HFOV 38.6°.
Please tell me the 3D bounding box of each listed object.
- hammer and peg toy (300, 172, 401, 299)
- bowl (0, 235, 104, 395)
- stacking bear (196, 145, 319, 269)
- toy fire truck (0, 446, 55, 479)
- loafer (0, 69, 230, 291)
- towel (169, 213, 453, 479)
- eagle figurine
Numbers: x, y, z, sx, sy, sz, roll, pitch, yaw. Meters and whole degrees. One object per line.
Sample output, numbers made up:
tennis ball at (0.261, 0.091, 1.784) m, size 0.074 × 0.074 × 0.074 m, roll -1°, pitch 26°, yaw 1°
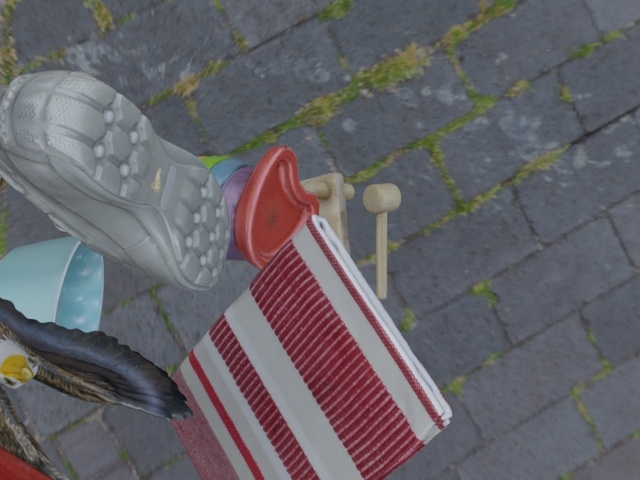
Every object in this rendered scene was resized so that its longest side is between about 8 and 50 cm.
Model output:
hammer and peg toy at (0.000, 0.000, 1.899) m, size 0.127 × 0.361 × 0.266 m, roll 0°, pitch 83°, yaw -44°
bowl at (-0.534, 0.129, 1.738) m, size 0.163 × 0.311 × 0.312 m, roll 8°, pitch 94°, yaw 1°
stacking bear at (-0.176, -0.062, 1.381) m, size 0.164 × 0.289 × 0.175 m, roll -60°, pitch 147°, yaw -24°
toy fire truck at (-0.219, 0.283, 0.649) m, size 0.302 × 0.169 × 0.254 m, roll 37°, pitch 109°, yaw -13°
loafer at (-0.168, -0.041, 0.768) m, size 0.111 × 0.319 × 0.112 m, roll 7°, pitch 67°, yaw 21°
towel at (-0.032, 0.163, 0.922) m, size 0.329 × 0.037 × 0.237 m, roll -48°, pitch 66°, yaw 34°
eagle figurine at (-0.287, 0.121, 0.824) m, size 0.226 × 0.225 × 0.298 m, roll -30°, pitch 117°, yaw 1°
